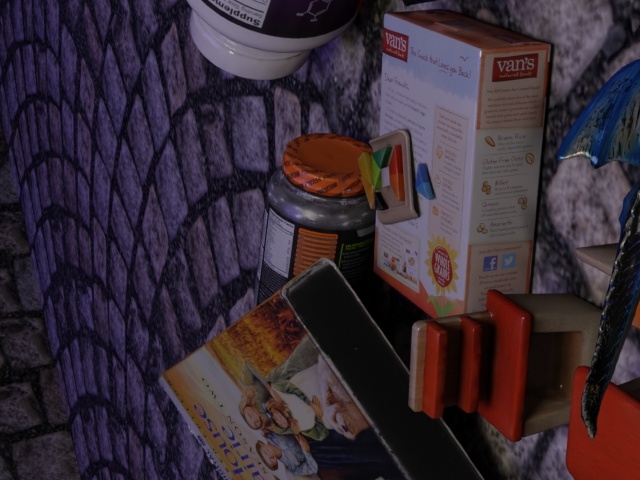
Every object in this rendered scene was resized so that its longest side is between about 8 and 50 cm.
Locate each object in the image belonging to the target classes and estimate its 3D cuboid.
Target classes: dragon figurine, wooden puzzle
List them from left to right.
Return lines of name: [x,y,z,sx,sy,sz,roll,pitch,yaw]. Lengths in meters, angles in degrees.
wooden puzzle: [0.057,-0.051,1.040,0.116,0.014,0.078,150,111,-66]
dragon figurine: [0.188,-0.045,0.668,0.144,0.289,0.085,51,167,-30]

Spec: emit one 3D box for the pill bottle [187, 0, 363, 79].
pill bottle: [-0.025,-0.294,1.121,0.323,0.181,0.181,114,142,-52]

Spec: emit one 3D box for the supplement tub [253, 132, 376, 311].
supplement tub: [0.000,0.000,1.227,0.117,0.117,0.190,-126,37,-49]

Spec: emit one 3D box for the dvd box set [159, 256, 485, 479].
dvd box set: [-0.002,0.204,1.215,0.307,0.062,0.420,56,154,1]

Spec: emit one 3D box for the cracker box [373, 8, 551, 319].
cracker box: [0.108,-0.058,1.022,0.156,0.067,0.232,-140,47,-59]

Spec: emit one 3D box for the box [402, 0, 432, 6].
box: [0.093,-0.257,0.762,0.270,0.143,0.165,11,-109,-81]

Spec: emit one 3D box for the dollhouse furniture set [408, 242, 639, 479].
dollhouse furniture set: [0.177,0.124,0.825,0.259,0.135,0.262,-144,51,-60]
